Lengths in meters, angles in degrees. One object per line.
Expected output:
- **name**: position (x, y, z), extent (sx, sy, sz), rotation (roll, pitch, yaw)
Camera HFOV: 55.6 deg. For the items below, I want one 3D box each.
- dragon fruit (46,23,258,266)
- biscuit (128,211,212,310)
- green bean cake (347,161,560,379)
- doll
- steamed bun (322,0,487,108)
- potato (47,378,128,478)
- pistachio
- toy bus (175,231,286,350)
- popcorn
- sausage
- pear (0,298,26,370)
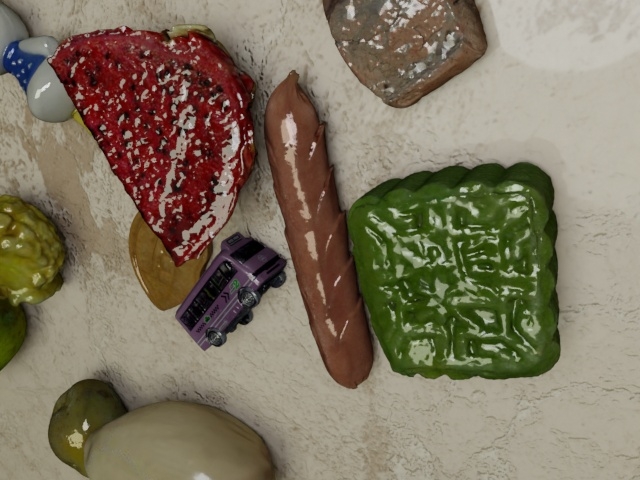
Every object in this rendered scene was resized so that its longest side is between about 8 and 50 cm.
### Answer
- **dragon fruit**: position (-0.160, -0.152, 0.779), extent (0.205, 0.152, 0.316), rotation (-31, 89, 20)
- **biscuit**: position (-0.237, 0.016, 0.944), extent (0.142, 0.029, 0.220), rotation (31, 122, 12)
- **green bean cake**: position (0.160, 0.042, 0.702), extent (0.223, 0.125, 0.247), rotation (-5, 109, 27)
- **doll**: position (-0.433, -0.261, 0.879), extent (0.293, 0.119, 0.138), rotation (35, 138, 4)
- **steamed bun**: position (0.080, -0.234, 0.635), extent (0.145, 0.106, 0.175), rotation (-28, 99, 32)
- **potato**: position (-0.402, 0.353, 1.110), extent (0.157, 0.157, 0.194), rotation (-26, 120, 32)
- **pistachio**: position (-0.226, 0.377, 0.988), extent (0.332, 0.226, 0.207), rotation (19, 159, 10)
- **toy bus**: position (-0.134, 0.075, 0.883), extent (0.098, 0.087, 0.178), rotation (45, 124, 6)
- **popcorn**: position (-0.530, 0.023, 1.007), extent (0.218, 0.169, 0.189), rotation (7, 112, 31)
- **sausage**: position (-0.002, 0.000, 0.789), extent (0.088, 0.088, 0.432), rotation (-3, 109, 27)
- **pear**: position (-0.673, 0.148, 1.141), extent (0.293, 0.159, 0.292), rotation (10, 118, 20)
